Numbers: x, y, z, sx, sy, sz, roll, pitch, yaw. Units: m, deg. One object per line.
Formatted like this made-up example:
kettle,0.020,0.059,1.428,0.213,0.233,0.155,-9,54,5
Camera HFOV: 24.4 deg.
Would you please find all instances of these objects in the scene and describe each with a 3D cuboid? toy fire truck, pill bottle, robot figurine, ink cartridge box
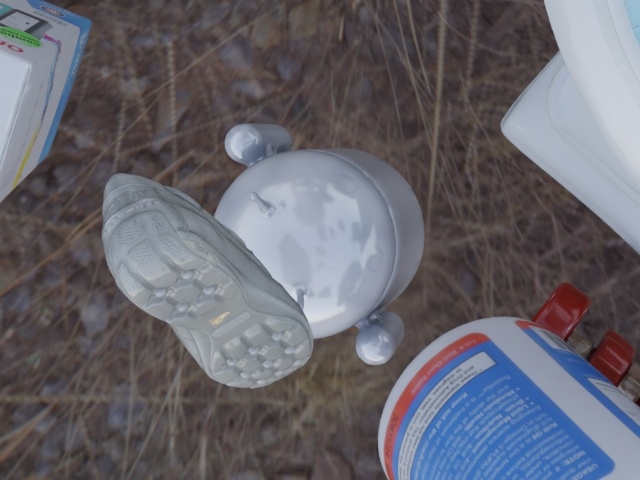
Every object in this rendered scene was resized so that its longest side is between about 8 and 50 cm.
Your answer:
toy fire truck,0.221,0.205,1.446,0.169,0.302,0.254,36,118,8
pill bottle,0.128,0.139,0.724,0.124,0.221,0.124,-12,120,-21
robot figurine,0.000,0.000,1.620,0.199,0.353,0.300,-37,84,14
ink cartridge box,-0.415,-0.181,1.721,0.198,0.270,0.197,22,109,-2

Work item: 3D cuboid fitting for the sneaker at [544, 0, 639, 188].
sneaker,0.169,-0.157,0.592,0.150,0.135,0.366,-5,116,42

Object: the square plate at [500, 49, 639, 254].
square plate,0.360,-0.150,1.353,0.049,0.347,0.344,21,111,-49

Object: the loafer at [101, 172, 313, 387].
loafer,-0.094,0.039,1.300,0.112,0.319,0.111,-28,58,5
